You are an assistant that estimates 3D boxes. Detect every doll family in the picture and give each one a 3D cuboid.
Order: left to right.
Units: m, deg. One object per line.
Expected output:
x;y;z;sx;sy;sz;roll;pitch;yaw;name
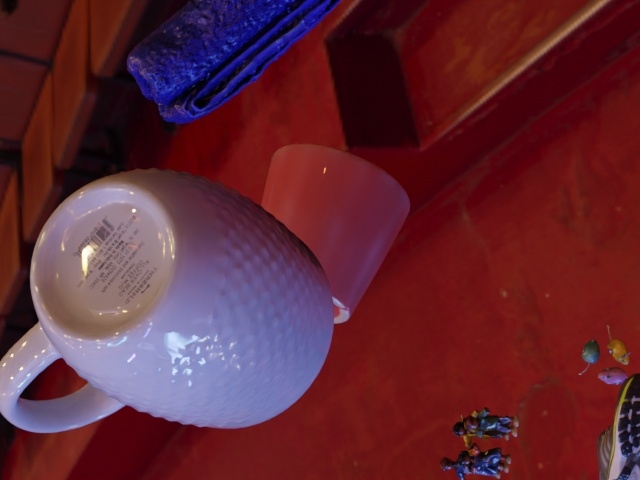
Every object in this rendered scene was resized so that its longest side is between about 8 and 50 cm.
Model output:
0.280;0.369;1.672;0.076;0.111;0.193;-104;18;-68;doll family

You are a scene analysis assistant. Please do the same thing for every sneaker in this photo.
0.631;0.414;1.955;0.121;0.111;0.300;-131;46;-69;sneaker

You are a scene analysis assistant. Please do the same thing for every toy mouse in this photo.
0.641;0.271;2.100;0.161;0.143;0.031;63;155;25;toy mouse

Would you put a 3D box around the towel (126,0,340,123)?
-0.016;-0.204;0.778;0.076;0.308;0.227;52;177;-5;towel

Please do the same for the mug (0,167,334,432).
-0.199;0.091;1.059;0.374;0.328;0.276;-38;67;5;mug

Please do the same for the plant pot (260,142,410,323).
0.000;0.000;1.671;0.275;0.275;0.243;-23;43;60;plant pot
